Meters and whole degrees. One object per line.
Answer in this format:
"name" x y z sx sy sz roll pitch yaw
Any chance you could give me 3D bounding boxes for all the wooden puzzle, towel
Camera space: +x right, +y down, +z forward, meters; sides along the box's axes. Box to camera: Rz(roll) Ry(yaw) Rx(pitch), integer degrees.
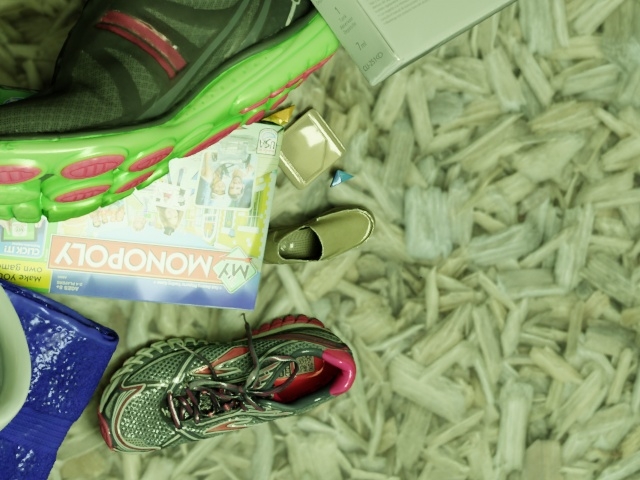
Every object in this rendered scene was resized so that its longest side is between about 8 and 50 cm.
"wooden puzzle" -0.017 -0.105 1.862 0.078 0.014 0.116 -33 108 -7
"towel" -0.363 0.192 1.710 0.227 0.076 0.308 28 91 -33

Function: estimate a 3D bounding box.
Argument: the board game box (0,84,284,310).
"board game box" -0.209 -0.043 1.777 0.317 0.046 0.214 6 99 -21

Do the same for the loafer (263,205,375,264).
"loafer" 0.000 0.000 1.874 0.148 0.050 0.056 -18 109 -17

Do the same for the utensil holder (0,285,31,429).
"utensil holder" -0.504 0.164 1.482 0.327 0.328 0.385 34 113 -25

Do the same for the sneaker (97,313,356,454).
"sneaker" -0.105 0.161 1.836 0.299 0.112 0.121 -19 109 -16

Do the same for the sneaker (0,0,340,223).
"sneaker" -0.194 -0.169 1.655 0.483 0.185 0.202 -33 85 -40

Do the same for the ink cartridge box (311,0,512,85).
"ink cartridge box" 0.090 -0.338 1.763 0.296 0.066 0.261 -33 89 -39
